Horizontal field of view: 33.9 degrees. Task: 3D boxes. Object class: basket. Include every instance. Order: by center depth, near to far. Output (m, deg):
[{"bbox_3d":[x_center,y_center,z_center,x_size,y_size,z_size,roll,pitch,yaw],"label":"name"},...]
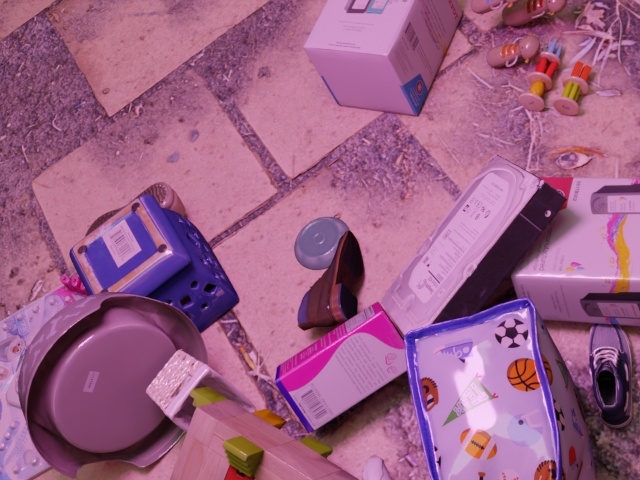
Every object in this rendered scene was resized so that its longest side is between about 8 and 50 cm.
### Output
[{"bbox_3d":[-0.215,0.286,1.872,0.103,0.167,0.113,26,73,45],"label":"basket"}]

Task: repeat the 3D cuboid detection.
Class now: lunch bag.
[{"bbox_3d":[0.275,0.335,1.509,0.239,0.328,0.385,-19,57,17],"label":"lunch bag"}]

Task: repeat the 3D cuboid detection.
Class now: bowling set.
[{"bbox_3d":[0.377,-0.495,2.042,0.154,0.200,0.287,-5,57,54],"label":"bowling set"}]

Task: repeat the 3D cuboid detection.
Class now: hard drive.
[{"bbox_3d":[0.246,0.021,1.770,0.339,0.064,0.237,-53,17,7],"label":"hard drive"}]

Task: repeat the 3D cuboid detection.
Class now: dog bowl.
[{"bbox_3d":[-0.375,0.250,1.871,0.349,0.349,0.102,-51,40,-11],"label":"dog bowl"}]

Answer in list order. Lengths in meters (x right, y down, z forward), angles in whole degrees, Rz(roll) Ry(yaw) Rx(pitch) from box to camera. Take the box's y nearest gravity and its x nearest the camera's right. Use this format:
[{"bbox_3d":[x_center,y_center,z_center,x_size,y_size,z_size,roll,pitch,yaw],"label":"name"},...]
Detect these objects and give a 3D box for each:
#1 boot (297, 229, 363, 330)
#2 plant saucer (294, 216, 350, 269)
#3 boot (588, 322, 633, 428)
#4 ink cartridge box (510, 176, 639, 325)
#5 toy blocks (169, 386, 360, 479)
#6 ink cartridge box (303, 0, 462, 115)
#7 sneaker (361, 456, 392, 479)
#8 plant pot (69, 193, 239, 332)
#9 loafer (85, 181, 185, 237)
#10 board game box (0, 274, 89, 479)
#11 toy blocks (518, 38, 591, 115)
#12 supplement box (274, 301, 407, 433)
[{"bbox_3d":[0.014,0.073,1.945,0.106,0.082,0.219,-21,36,27],"label":"boot"},{"bbox_3d":[0.000,0.000,2.039,0.119,0.021,0.119,-12,57,18],"label":"plant saucer"},{"bbox_3d":[0.458,0.195,1.662,0.069,0.086,0.190,-13,56,18],"label":"boot"},{"bbox_3d":[0.487,0.015,1.717,0.306,0.131,0.226,0,51,27],"label":"ink cartridge box"},{"bbox_3d":[-0.108,0.444,1.700,0.381,0.190,0.261,26,103,27],"label":"toy blocks"},{"bbox_3d":[0.133,-0.427,2.132,0.197,0.198,0.270,12,65,31],"label":"ink cartridge box"},{"bbox_3d":[0.136,0.447,1.667,0.115,0.090,0.232,-20,63,5],"label":"sneaker"},{"bbox_3d":[-0.335,0.064,2.036,0.236,0.212,0.236,-37,52,1],"label":"plant pot"},{"bbox_3d":[-0.389,-0.022,2.195,0.268,0.092,0.102,-28,49,27],"label":"loafer"},{"bbox_3d":[-0.582,0.281,2.118,0.390,0.050,0.390,-30,52,5],"label":"board game box"},{"bbox_3d":[0.459,-0.316,2.001,0.123,0.054,0.148,12,66,31],"label":"toy blocks"},{"bbox_3d":[0.042,0.215,1.804,0.220,0.114,0.111,-33,96,4],"label":"supplement box"}]
